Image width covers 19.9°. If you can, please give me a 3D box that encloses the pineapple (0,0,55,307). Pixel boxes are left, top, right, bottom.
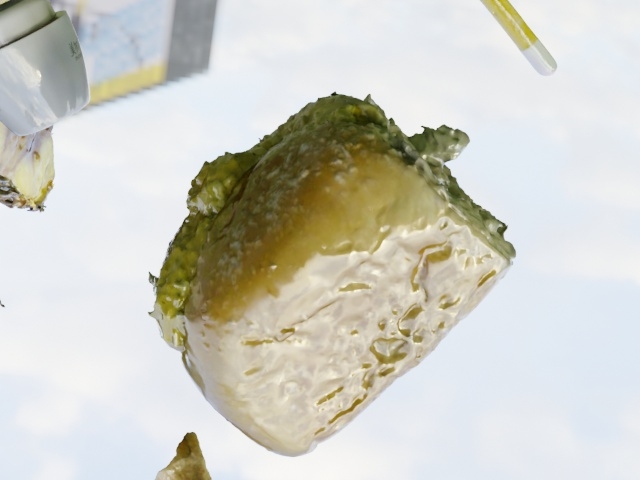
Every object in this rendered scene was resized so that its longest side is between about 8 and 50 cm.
[{"bbox_3d":[-0.322,-0.123,1.541,0.161,0.334,0.158,10,-133,7],"label":"pineapple"}]

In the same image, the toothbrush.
[{"bbox_3d":[0.089,-0.232,1.378,0.288,0.024,0.021,47,155,-19],"label":"toothbrush"}]

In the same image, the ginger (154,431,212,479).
[{"bbox_3d":[-0.095,0.213,1.355,0.044,0.137,0.057,-17,168,25],"label":"ginger"}]

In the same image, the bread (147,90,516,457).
[{"bbox_3d":[0.000,0.000,1.251,0.176,0.246,0.195,46,-174,-26],"label":"bread"}]

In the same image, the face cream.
[{"bbox_3d":[-0.226,-0.136,1.402,0.091,0.095,0.091,-24,-164,7],"label":"face cream"}]
